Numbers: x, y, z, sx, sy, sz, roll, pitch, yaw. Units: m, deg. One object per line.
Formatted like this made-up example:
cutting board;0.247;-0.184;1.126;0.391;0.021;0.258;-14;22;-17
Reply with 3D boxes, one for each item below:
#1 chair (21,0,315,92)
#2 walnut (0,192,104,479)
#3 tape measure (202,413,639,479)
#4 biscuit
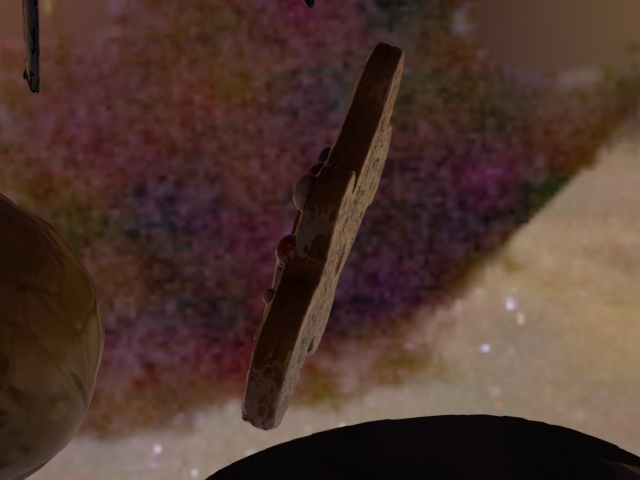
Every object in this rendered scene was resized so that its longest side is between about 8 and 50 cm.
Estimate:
chair;-0.080;-0.217;0.751;0.159;0.172;0.247;-21;160;-24
walnut;-0.230;0.045;0.950;0.225;0.193;0.193;32;-168;2
tape measure;0.034;0.167;0.553;0.259;0.138;0.262;11;-155;33
biscuit;-0.003;0.000;1.271;0.049;0.324;0.205;16;148;5
